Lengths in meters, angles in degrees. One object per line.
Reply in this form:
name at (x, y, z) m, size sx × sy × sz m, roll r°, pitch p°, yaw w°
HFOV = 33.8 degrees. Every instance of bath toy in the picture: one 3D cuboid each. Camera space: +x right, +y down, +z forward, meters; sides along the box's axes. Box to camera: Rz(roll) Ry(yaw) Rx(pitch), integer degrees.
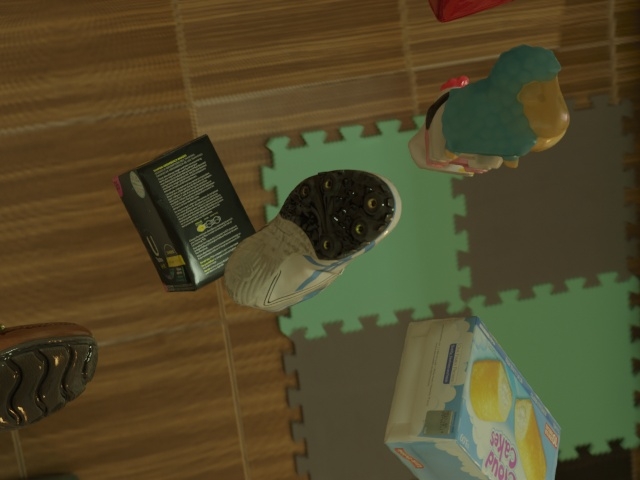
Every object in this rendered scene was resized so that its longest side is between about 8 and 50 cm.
bath toy at (0.188, -0.142, 1.222) m, size 0.151 × 0.348 × 0.129 m, roll 8°, pitch 91°, yaw -3°

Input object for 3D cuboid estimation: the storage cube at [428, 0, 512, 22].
storage cube at (0.156, -0.322, 0.852) m, size 0.184 × 0.193 × 0.215 m, roll -17°, pitch 74°, yaw -1°

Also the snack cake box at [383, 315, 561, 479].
snack cake box at (0.179, 0.220, 1.188) m, size 0.264 × 0.089 × 0.152 m, roll 50°, pitch 43°, yaw -41°

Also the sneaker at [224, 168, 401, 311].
sneaker at (0.000, 0.000, 0.943) m, size 0.086 × 0.237 × 0.085 m, roll -2°, pitch 71°, yaw -37°

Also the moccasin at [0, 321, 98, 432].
moccasin at (-0.447, 0.173, 1.273) m, size 0.380 × 0.147 × 0.139 m, roll -19°, pitch 127°, yaw -36°

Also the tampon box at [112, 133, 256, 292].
tampon box at (-0.163, -0.030, 1.281) m, size 0.101 × 0.120 × 0.161 m, roll -29°, pitch 98°, yaw -24°
